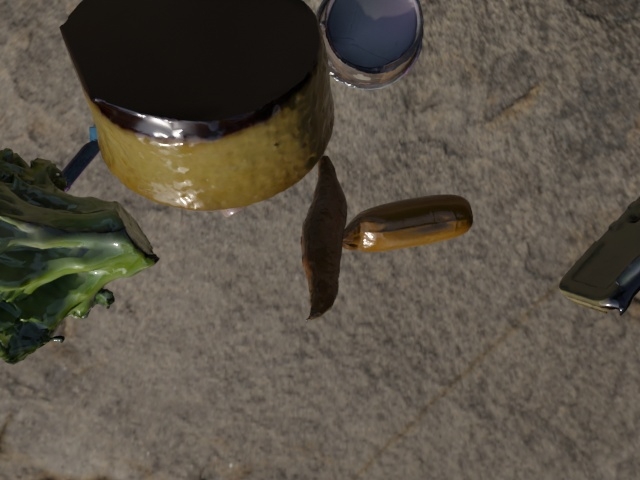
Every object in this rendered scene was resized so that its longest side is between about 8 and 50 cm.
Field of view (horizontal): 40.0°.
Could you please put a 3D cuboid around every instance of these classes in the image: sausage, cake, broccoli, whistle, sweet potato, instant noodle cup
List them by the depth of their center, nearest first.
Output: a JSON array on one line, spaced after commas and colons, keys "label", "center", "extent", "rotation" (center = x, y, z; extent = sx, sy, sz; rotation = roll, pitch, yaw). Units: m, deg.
[{"label": "cake", "center": [-0.093, -0.102, 0.704], "extent": [0.207, 0.185, 0.178], "rotation": [8, 144, -3]}, {"label": "broccoli", "center": [-0.308, -0.004, 0.969], "extent": [0.245, 0.288, 0.248], "rotation": [-18, 104, 5]}, {"label": "sweet potato", "center": [0.000, 0.000, 1.320], "extent": [0.066, 0.314, 0.072], "rotation": [36, 132, -28]}, {"label": "instant noodle cup", "center": [0.090, -0.383, 1.594], "extent": [0.217, 0.207, 0.218], "rotation": [0, 98, -1]}, {"label": "whistle", "center": [-0.473, -0.126, 1.665], "extent": [0.033, 0.177, 0.033], "rotation": [27, 155, 13]}, {"label": "sausage", "center": [0.163, -0.031, 1.818], "extent": [0.328, 0.112, 0.112], "rotation": [-11, 125, -23]}]

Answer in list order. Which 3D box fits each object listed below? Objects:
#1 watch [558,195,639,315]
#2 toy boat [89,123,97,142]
[{"label": "watch", "center": [0.169, -0.112, 0.387], "extent": [0.268, 0.102, 0.165], "rotation": [-49, 119, -5]}, {"label": "toy boat", "center": [-0.398, -0.207, 1.779], "extent": [0.172, 0.058, 0.069], "rotation": [7, 103, 24]}]
